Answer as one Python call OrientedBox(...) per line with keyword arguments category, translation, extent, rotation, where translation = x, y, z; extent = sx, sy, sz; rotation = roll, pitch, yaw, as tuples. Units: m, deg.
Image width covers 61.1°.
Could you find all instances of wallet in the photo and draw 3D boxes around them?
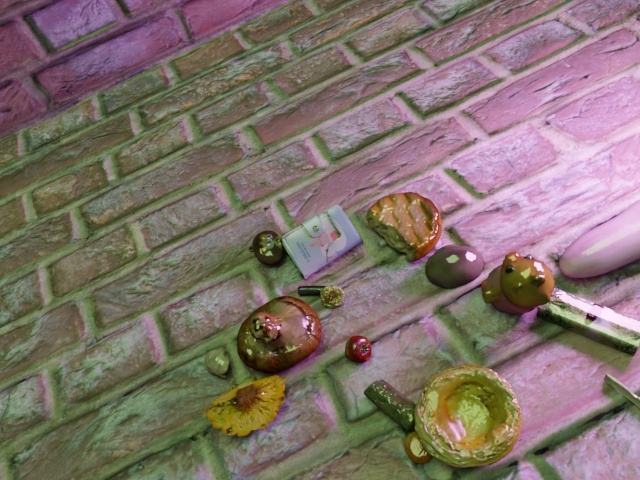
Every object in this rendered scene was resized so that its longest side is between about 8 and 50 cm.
OrientedBox(category="wallet", translation=(0.000, 0.000, 1.914), extent=(0.250, 0.075, 0.176), rotation=(-32, 86, -7))

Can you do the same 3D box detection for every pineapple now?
OrientedBox(category="pineapple", translation=(-0.220, 0.500, 1.644), extent=(0.250, 0.140, 0.164), rotation=(-23, 9, -19))

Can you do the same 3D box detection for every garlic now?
OrientedBox(category="garlic", translation=(-0.334, 0.390, 1.758), extent=(0.113, 0.074, 0.094), rotation=(4, 65, 37))

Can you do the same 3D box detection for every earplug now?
OrientedBox(category="earplug", translation=(0.862, 0.019, 1.633), extent=(0.301, 0.172, 0.172), rotation=(-26, 52, 5))

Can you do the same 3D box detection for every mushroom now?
OrientedBox(category="mushroom", translation=(0.434, 0.071, 1.749), extent=(0.188, 0.117, 0.141), rotation=(-15, 64, 0))
OrientedBox(category="mushroom", translation=(-0.131, 0.277, 1.713), extent=(0.267, 0.254, 0.267), rotation=(7, 39, -6))

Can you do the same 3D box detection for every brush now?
OrientedBox(category="brush", translation=(0.832, 0.414, 1.424), extent=(0.030, 0.033, 0.178), rotation=(-34, 53, -17))

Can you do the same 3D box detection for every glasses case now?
OrientedBox(category="glasses case", translation=(0.775, 0.225, 1.559), extent=(0.272, 0.062, 0.095), rotation=(23, 64, 28))

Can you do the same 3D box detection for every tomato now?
OrientedBox(category="tomato", translation=(0.113, 0.333, 1.665), extent=(0.075, 0.087, 0.087), rotation=(-18, 38, 56))

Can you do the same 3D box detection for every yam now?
OrientedBox(category="yam", translation=(0.209, 0.464, 1.545), extent=(0.078, 0.078, 0.179), rotation=(-44, 52, -16))

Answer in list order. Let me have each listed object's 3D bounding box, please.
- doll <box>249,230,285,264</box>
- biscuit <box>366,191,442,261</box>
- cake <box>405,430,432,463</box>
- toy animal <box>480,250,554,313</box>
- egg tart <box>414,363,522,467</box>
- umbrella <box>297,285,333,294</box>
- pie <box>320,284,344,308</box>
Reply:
OrientedBox(category="doll", translation=(-0.164, 0.012, 1.974), extent=(0.188, 0.096, 0.145), rotation=(-30, 59, -19))
OrientedBox(category="biscuit", translation=(0.308, -0.060, 1.884), extent=(0.213, 0.091, 0.274), rotation=(-35, 51, -6))
OrientedBox(category="cake", translation=(0.270, 0.562, 1.474), extent=(0.084, 0.044, 0.084), rotation=(-7, 54, 9))
OrientedBox(category="toy animal", translation=(0.574, 0.127, 1.568), extent=(0.195, 0.281, 0.169), rotation=(-31, 73, -8))
OrientedBox(category="egg tart", translation=(0.393, 0.474, 1.455), extent=(0.288, 0.118, 0.288), rotation=(-6, 55, 8))
OrientedBox(category="umbrella", translation=(-0.014, 0.171, 1.850), extent=(0.133, 0.031, 0.036), rotation=(-3, 80, 14))
OrientedBox(category="pie", translation=(0.040, 0.188, 1.810), extent=(0.084, 0.020, 0.084), rotation=(0, 83, 4))
